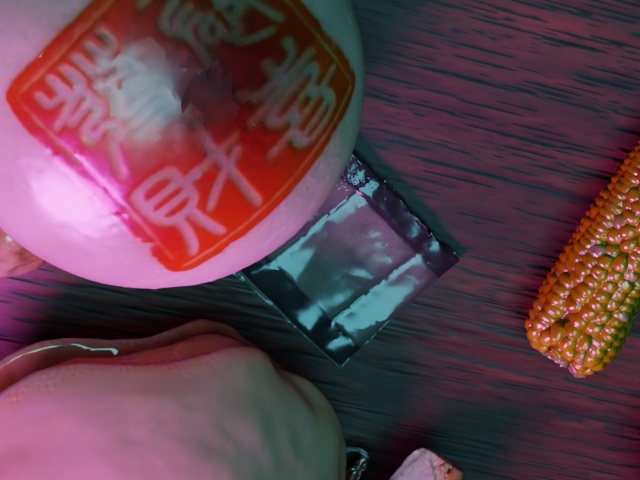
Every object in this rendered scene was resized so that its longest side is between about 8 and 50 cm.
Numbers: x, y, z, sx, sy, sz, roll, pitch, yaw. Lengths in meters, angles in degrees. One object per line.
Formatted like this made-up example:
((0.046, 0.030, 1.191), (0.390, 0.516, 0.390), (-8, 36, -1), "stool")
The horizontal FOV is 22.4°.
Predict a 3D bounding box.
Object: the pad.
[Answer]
((0.000, 0.000, 1.574), (0.174, 0.022, 0.233), (-42, 110, 8), "pad")

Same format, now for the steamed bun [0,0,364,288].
((-0.127, -0.137, 1.348), (0.375, 0.241, 0.374), (-4, 100, -27), "steamed bun")

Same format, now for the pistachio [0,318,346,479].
((-0.189, 0.260, 1.523), (0.445, 0.281, 0.365), (-33, 109, -12), "pistachio")

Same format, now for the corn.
((0.304, -0.010, 1.575), (0.102, 0.102, 0.313), (26, 101, -16), "corn")

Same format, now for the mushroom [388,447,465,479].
((0.031, 0.355, 1.586), (0.333, 0.087, 0.107), (-61, 150, 1), "mushroom")

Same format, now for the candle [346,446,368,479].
((-0.001, 0.276, 1.667), (0.053, 0.048, 0.162), (24, 109, -46), "candle")

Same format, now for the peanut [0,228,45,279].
((-0.318, -0.075, 1.457), (0.197, 0.110, 0.233), (9, 109, -19), "peanut")
